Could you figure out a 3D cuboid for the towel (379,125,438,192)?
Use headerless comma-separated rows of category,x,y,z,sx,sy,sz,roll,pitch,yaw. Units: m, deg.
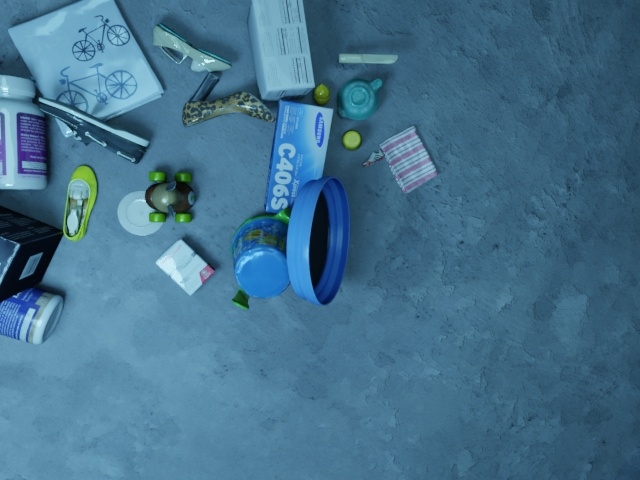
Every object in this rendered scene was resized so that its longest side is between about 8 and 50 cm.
towel,0.307,-0.279,1.631,0.144,0.029,0.196,-31,101,-8

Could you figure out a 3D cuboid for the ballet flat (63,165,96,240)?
ballet flat,-0.719,-0.108,1.403,0.077,0.077,0.230,11,93,-12

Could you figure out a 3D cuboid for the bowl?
bowl,0.000,0.000,1.431,0.077,0.391,0.390,4,96,19

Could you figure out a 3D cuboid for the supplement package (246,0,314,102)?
supplement package,-0.124,-0.566,1.419,0.145,0.204,0.261,-9,98,-12

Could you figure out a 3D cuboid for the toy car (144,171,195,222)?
toy car,-0.437,-0.127,1.398,0.149,0.188,0.154,-1,96,-23

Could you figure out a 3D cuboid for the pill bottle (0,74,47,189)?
pill bottle,-0.858,-0.292,1.309,0.170,0.169,0.301,0,96,-12

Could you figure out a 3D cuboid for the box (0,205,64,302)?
box,-0.914,0.005,1.238,0.313,0.343,0.178,26,90,-13

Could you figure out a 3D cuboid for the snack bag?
snack bag,-0.689,-0.522,1.389,0.323,0.037,0.342,-28,101,-9

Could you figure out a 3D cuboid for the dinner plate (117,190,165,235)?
dinner plate,-0.559,-0.085,1.472,0.142,0.017,0.141,-1,96,-13

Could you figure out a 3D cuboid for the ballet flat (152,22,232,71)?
ballet flat,-0.393,-0.561,1.432,0.249,0.086,0.086,27,90,-9

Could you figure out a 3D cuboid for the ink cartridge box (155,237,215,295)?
ink cartridge box,-0.425,0.081,1.492,0.109,0.063,0.150,-44,102,-4

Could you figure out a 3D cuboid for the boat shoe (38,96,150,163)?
boat shoe,-0.651,-0.310,1.353,0.303,0.114,0.091,22,101,-28

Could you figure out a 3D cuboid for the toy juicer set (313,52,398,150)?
toy juicer set,0.090,-0.477,1.541,0.210,0.089,0.328,23,99,-1

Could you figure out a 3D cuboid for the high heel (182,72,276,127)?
high heel,-0.285,-0.378,1.454,0.261,0.093,0.186,30,82,3

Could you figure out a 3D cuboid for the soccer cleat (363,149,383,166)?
soccer cleat,0.177,-0.279,1.605,0.083,0.029,0.035,-27,92,-11

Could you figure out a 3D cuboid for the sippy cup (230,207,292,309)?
sippy cup,-0.167,0.060,1.437,0.240,0.224,0.305,-6,109,-2

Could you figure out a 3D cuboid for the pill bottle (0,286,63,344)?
pill bottle,-0.905,0.191,1.355,0.265,0.153,0.153,21,91,-14

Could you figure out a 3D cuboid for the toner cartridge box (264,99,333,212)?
toner cartridge box,-0.073,-0.255,1.494,0.166,0.075,0.347,5,106,-14
